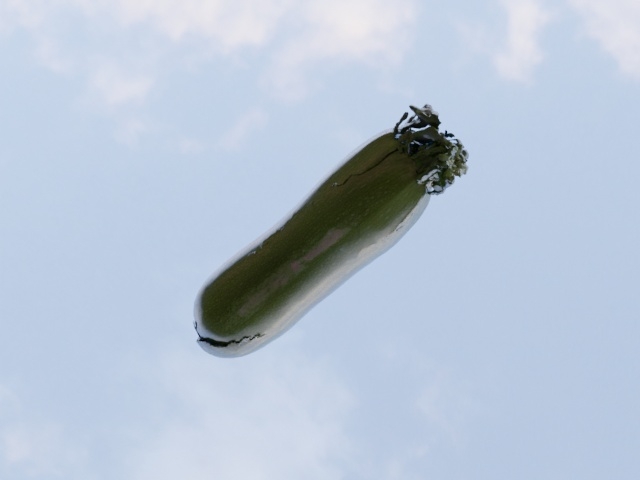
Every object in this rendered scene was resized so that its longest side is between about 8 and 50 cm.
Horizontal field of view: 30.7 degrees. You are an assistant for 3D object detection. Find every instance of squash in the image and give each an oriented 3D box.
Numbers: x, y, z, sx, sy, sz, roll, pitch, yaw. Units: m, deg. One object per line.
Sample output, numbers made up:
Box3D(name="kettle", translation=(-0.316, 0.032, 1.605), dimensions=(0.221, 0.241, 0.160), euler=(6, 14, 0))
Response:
Box3D(name="squash", translation=(0.000, 0.000, 0.573), dimensions=(0.183, 0.052, 0.052), euler=(-42, -119, 29))
